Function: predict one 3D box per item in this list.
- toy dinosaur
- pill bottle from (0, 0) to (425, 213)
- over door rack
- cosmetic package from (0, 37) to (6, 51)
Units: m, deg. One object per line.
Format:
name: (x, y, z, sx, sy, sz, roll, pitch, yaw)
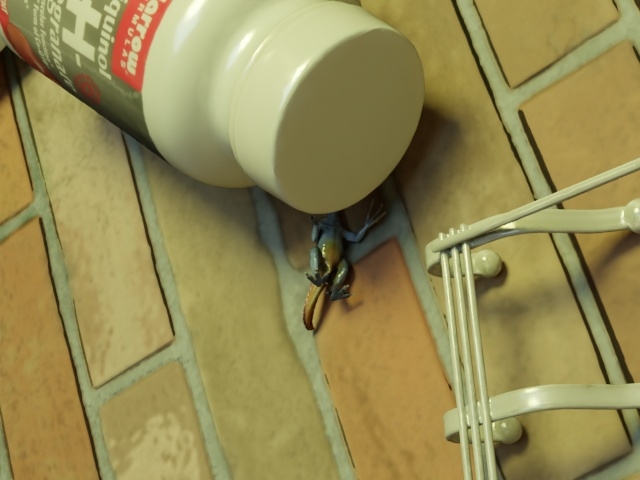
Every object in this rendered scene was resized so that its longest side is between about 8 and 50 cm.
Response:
toy dinosaur: (0.000, 0.000, 1.056, 0.090, 0.047, 0.082, -46, 33, 33)
pill bottle: (-0.081, -0.143, 1.068, 0.318, 0.176, 0.176, 34, 98, 39)
over door rack: (0.188, 0.067, 0.828, 0.324, 0.108, 0.240, -32, 57, 51)
cosmetic package: (-0.285, -0.298, 1.221, 0.385, 0.217, 0.156, -39, 42, 25)
